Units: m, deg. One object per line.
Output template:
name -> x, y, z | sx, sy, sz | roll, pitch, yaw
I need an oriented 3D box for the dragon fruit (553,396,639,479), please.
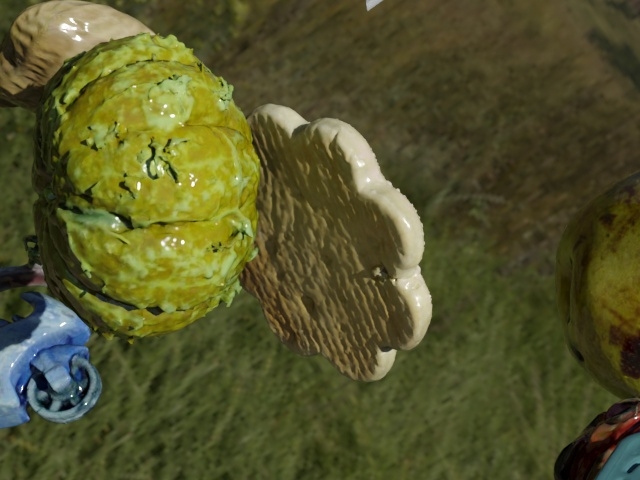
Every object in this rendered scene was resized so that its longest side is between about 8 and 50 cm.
dragon fruit -> 0.272, 0.202, 1.036 | 0.182, 0.182, 0.188 | 55, -23, 0

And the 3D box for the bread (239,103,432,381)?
bread -> 0.000, 0.000, 1.393 | 0.054, 0.316, 0.316 | -29, 83, -38

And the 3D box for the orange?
orange -> -0.171, -0.060, 1.335 | 0.223, 0.301, 0.300 | -6, 21, -26

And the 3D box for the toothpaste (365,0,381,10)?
toothpaste -> 0.068, -0.370, 1.379 | 0.314, 0.058, 0.056 | 83, 8, -53

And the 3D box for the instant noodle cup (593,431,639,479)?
instant noodle cup -> 0.242, 0.192, 0.803 | 0.157, 0.179, 0.070 | -41, 130, -47

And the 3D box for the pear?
pear -> 0.372, 0.045, 1.346 | 0.283, 0.283, 0.283 | 46, 21, -24

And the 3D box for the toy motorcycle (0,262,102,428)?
toy motorcycle -> -0.447, 0.140, 1.787 | 0.182, 0.319, 0.241 | 55, 28, -80

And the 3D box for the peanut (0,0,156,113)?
peanut -> -0.298, -0.205, 1.569 | 0.197, 0.233, 0.110 | 8, 62, -42
